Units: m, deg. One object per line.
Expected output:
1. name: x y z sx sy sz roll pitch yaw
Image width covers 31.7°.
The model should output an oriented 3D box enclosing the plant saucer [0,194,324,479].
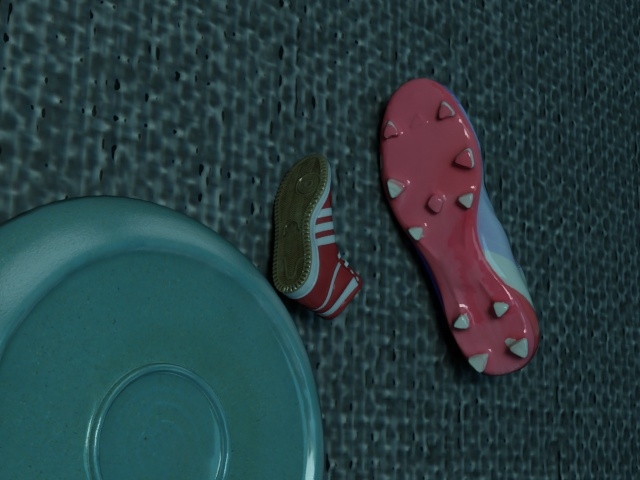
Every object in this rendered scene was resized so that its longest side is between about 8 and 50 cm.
1. plant saucer: -0.104 0.126 0.677 0.318 0.044 0.317 10 76 -43

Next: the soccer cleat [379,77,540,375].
1. soccer cleat: 0.113 -0.010 0.906 0.095 0.083 0.248 -31 100 -74

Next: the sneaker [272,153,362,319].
1. sneaker: 0.000 0.000 0.805 0.067 0.042 0.118 42 45 -43
